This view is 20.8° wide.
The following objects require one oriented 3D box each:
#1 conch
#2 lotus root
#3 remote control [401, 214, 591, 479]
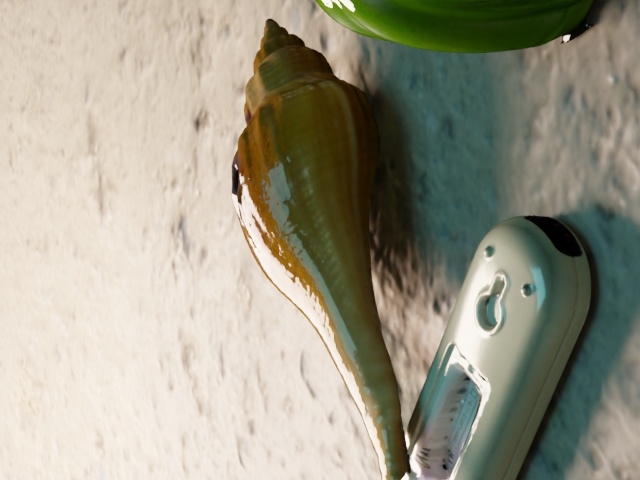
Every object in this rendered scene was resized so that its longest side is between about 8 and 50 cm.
[{"bbox_3d":[-0.005,0.000,1.070,0.109,0.093,0.330,126,142,-54],"label":"conch"},{"bbox_3d":[0.045,-0.166,0.895,0.186,0.186,0.186,3,94,56],"label":"lotus root"},{"bbox_3d":[0.092,0.086,0.994,0.078,0.042,0.221,50,131,45],"label":"remote control"}]
